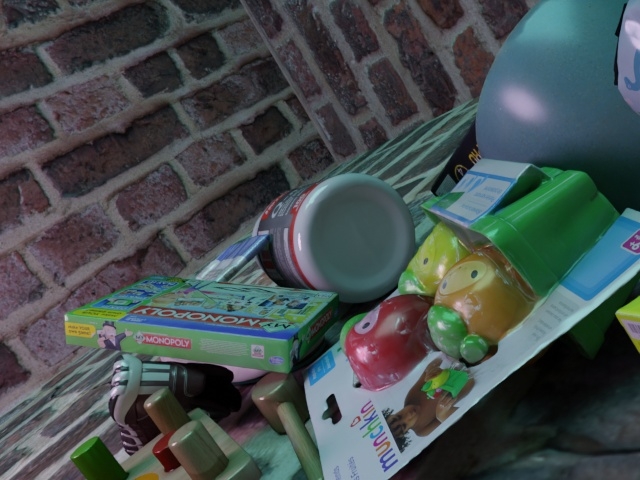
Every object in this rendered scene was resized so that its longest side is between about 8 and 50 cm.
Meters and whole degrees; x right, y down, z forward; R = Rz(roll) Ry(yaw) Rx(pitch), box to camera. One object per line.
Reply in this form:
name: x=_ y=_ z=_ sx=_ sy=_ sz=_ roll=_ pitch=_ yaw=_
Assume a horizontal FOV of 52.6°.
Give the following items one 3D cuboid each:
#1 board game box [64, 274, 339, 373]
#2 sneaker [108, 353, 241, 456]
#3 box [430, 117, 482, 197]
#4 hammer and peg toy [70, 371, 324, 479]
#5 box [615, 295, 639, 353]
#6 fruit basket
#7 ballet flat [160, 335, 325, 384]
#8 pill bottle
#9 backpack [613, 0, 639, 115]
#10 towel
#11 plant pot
board game box: x=-0.155 y=0.107 z=0.903 sx=0.317 sy=0.046 sz=0.213 roll=4 pitch=12 yaw=17
sneaker: x=-0.192 y=0.240 z=0.908 sx=0.162 sy=0.106 sz=0.281 roll=1 pitch=-26 yaw=-6
box: x=0.368 y=-0.214 z=1.059 sx=0.318 sy=0.097 sz=0.395 roll=-37 pitch=-12 yaw=-17
hammer and peg toy: x=-0.156 y=0.248 z=0.673 sx=0.361 sy=0.127 sz=0.266 roll=-35 pitch=11 yaw=-19
box: x=0.288 y=0.041 z=0.408 sx=0.178 sy=0.109 sz=0.042 roll=-33 pitch=6 yaw=-9
fruit basket: x=0.118 y=0.067 z=0.648 sx=0.353 sy=0.165 sz=0.327 roll=-36 pitch=11 yaw=2
ballet flat: x=-0.162 y=0.168 z=1.076 sx=0.400 sy=0.139 sz=0.139 roll=-21 pitch=15 yaw=46
pill bottle: x=0.000 y=0.000 z=1.176 sx=0.210 sy=0.210 sz=0.363 roll=-35 pitch=11 yaw=-18
backpack: x=0.404 y=-0.182 z=0.500 sx=0.355 sy=0.290 sz=0.273 roll=0 pitch=36 yaw=-17
towel: x=-0.220 y=0.092 z=1.140 sx=0.285 sy=0.034 sz=0.209 roll=-43 pitch=9 yaw=-20
plant pot: x=0.357 y=-0.139 z=0.745 sx=0.290 sy=0.290 sz=0.195 roll=-32 pitch=46 yaw=-4
